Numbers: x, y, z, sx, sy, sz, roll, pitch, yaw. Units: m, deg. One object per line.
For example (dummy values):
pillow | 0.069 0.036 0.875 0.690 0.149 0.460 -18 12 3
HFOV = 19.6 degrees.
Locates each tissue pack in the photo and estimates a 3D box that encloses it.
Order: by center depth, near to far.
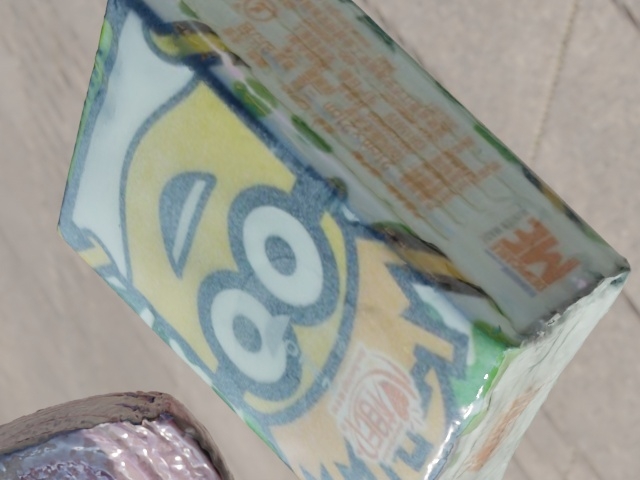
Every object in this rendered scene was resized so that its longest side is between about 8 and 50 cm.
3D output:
tissue pack | 0.000 0.000 1.052 0.311 0.128 0.228 45 141 20

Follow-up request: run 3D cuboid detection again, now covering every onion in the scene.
onion | -0.174 0.204 1.420 0.111 0.250 0.247 -96 -14 -49
